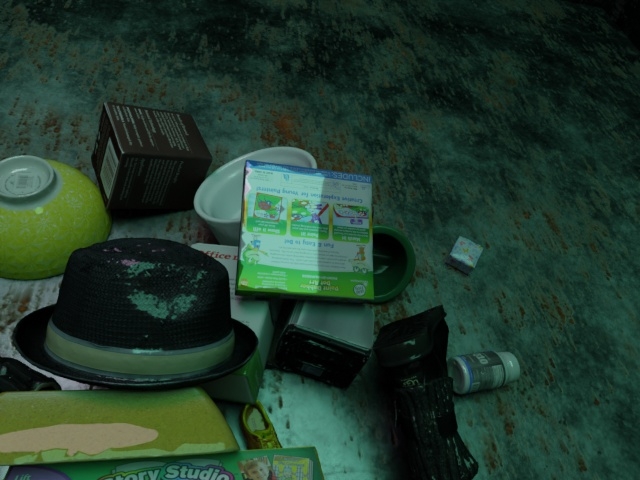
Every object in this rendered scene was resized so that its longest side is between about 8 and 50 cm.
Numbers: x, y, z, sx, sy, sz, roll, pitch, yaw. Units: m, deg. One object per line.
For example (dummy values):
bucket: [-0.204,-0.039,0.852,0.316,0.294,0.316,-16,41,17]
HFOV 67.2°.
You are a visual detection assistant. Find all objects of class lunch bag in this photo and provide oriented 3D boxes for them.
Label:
lunch bag: [0.368,0.035,1.224,0.071,0.053,0.083,28,61,11]

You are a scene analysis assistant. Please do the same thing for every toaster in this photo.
toaster: [0.000,0.191,0.931,0.185,0.168,0.110,19,48,-1]

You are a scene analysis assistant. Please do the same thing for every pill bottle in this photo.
pill bottle: [0.341,0.274,1.011,0.137,0.078,0.078,-3,54,-18]

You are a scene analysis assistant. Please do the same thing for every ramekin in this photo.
ramekin: [-0.125,-0.079,1.067,0.277,0.135,0.277,-12,39,10]

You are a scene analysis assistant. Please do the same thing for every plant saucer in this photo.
plant saucer: [-0.292,0.255,0.689,0.332,0.333,0.081,2,71,-13]

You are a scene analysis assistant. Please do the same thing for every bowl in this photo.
bowl: [-0.595,-0.080,0.991,0.289,0.156,0.290,8,51,-9]

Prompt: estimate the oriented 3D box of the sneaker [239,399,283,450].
sneaker: [-0.095,0.362,0.833,0.064,0.067,0.175,-21,62,-30]

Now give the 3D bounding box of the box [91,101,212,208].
box: [-0.385,-0.184,1.089,0.203,0.168,0.167,-3,51,-40]

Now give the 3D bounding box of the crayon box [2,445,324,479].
crayon box: [-0.188,0.420,0.600,0.362,0.313,0.106,2,22,-13]

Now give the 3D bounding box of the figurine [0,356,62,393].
figurine: [-0.580,0.266,0.777,0.209,0.092,0.215,27,51,17]

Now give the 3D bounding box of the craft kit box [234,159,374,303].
craft kit box: [-0.025,-0.014,0.891,0.249,0.061,0.247,6,69,-13]

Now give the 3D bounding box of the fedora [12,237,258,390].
fedora: [-0.251,0.083,0.697,0.333,0.153,0.334,8,10,-1]

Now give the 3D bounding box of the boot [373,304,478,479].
boot: [0.206,0.280,0.923,0.348,0.131,0.260,-15,83,-68]

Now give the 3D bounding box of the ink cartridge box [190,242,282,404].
ink cartridge box: [-0.188,0.146,0.911,0.198,0.115,0.273,6,46,9]

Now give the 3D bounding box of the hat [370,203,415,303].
hat: [0.131,0.037,1.176,0.173,0.183,0.208,39,92,-5]
